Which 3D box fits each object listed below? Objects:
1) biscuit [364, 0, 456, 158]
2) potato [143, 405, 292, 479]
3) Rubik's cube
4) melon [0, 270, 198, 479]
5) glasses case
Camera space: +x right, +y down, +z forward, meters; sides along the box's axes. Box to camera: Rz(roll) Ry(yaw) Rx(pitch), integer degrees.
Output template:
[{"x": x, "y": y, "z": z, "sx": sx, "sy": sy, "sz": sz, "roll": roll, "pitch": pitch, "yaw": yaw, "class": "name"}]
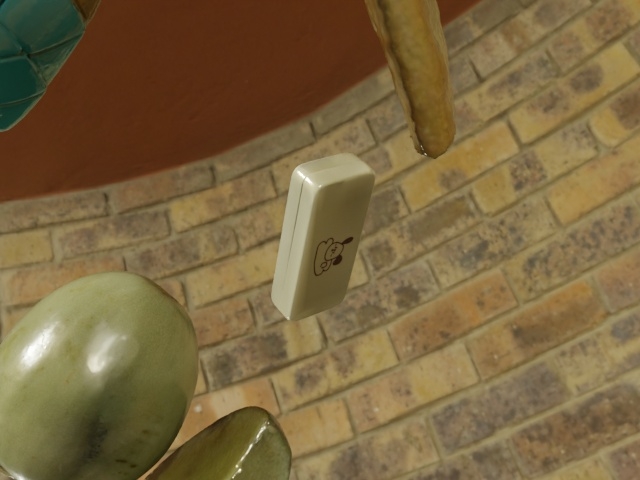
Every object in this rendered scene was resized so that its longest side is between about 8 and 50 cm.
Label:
[{"x": 0.119, "y": -0.398, "z": 1.152, "sx": 0.103, "sy": 0.429, "sz": 0.446, "roll": -14, "pitch": -67, "yaw": 13, "class": "biscuit"}, {"x": -0.118, "y": 0.336, "z": 0.965, "sx": 0.112, "sy": 0.269, "sz": 0.255, "roll": 41, "pitch": -81, "yaw": -21, "class": "potato"}, {"x": -0.313, "y": -0.221, "z": 0.766, "sx": 0.254, "sy": 0.255, "sz": 0.254, "roll": -15, "pitch": -32, "yaw": -9, "class": "Rubik's cube"}, {"x": -0.296, "y": 0.188, "z": 0.983, "sx": 0.271, "sy": 0.271, "sz": 0.308, "roll": 7, "pitch": -80, "yaw": -37, "class": "melon"}, {"x": 0.000, "y": 0.000, "z": 1.314, "sx": 0.131, "sy": 0.070, "sz": 0.313, "roll": -18, "pitch": -42, "yaw": -32, "class": "glasses case"}]
